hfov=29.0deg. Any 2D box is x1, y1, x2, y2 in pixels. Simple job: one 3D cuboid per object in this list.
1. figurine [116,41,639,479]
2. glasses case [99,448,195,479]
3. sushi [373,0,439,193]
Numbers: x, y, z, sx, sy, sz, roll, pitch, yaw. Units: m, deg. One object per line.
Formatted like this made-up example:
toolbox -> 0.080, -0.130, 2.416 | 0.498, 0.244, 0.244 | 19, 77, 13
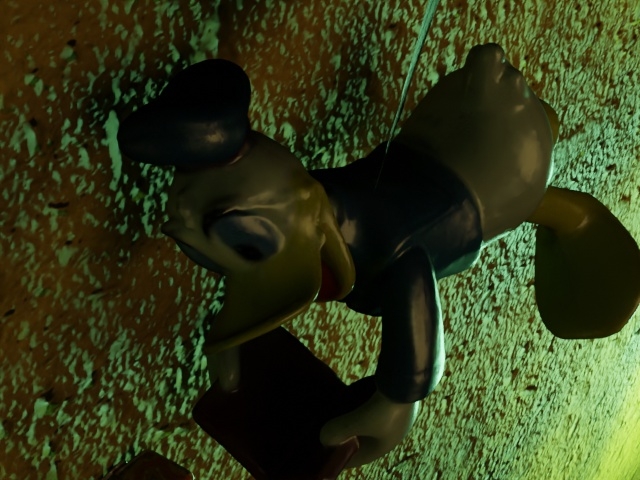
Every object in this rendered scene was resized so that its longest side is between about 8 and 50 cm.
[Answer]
figurine -> 0.000, 0.000, 0.688 | 0.338, 0.204, 0.283 | 25, 101, -49
glasses case -> -0.098, 0.219, 0.791 | 0.075, 0.049, 0.218 | -53, 151, -28
sushi -> 0.059, -0.243, 0.516 | 0.320, 0.068, 0.339 | 103, 6, -63
